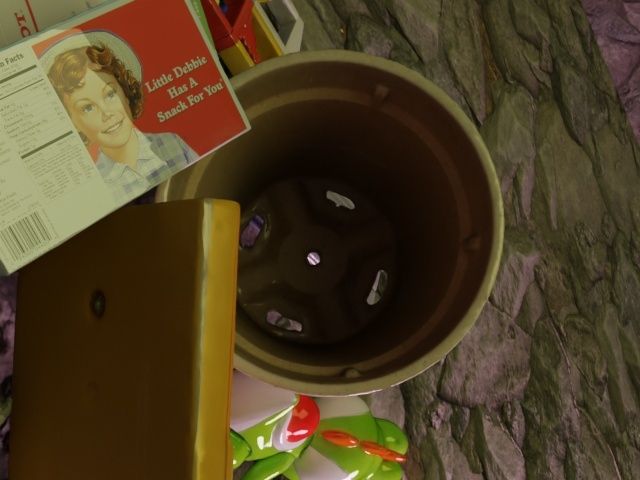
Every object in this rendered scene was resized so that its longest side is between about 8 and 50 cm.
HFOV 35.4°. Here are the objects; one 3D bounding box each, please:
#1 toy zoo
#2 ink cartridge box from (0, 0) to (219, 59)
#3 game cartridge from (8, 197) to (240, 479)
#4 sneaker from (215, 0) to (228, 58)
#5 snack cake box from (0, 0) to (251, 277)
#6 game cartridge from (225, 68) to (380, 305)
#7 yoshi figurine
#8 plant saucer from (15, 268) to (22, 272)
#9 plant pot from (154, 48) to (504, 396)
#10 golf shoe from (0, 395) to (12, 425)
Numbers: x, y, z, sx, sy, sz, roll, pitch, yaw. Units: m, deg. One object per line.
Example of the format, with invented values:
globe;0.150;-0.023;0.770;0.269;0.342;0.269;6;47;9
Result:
toy zoo;-0.097;-0.294;1.222;0.293;0.030;0.192;57;31;-32
ink cartridge box;-0.248;-0.148;0.969;0.353;0.119;0.207;-29;104;-54
game cartridge;-0.178;0.133;0.867;0.052;0.285;0.324;5;84;-45
sneaker;-0.140;-0.261;1.246;0.126;0.091;0.240;53;41;-31
snack cake box;-0.200;-0.097;0.816;0.264;0.089;0.152;-36;106;-36
game cartridge;-0.022;-0.083;1.379;0.355;0.068;0.230;45;42;-36
yoshi figurine;-0.068;0.215;1.170;0.362;0.204;0.203;26;17;-31
plant saucer;-0.333;-0.102;0.976;0.277;0.041;0.278;23;61;-50
plant pot;0.000;0.000;1.091;0.305;0.333;0.334;116;-33;-81
golf shoe;-0.341;0.193;0.868;0.176;0.069;0.086;-30;124;-50
